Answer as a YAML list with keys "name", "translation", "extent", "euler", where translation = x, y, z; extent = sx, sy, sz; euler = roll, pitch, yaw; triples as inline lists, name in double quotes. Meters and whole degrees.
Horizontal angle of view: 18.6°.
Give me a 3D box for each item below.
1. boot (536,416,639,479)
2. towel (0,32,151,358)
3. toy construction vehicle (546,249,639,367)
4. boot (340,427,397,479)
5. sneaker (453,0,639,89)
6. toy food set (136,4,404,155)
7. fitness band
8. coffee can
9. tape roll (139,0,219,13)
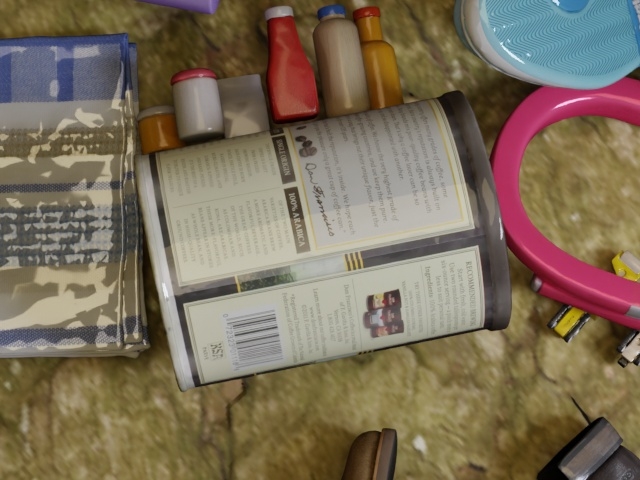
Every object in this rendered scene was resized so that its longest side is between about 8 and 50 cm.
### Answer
- name: "boot"
  translation: [0.244, 0.301, 1.635]
  extent: [0.229, 0.091, 0.263]
  euler: [44, 82, 4]
- name: "towel"
  translation: [-0.254, -0.036, 1.689]
  extent: [0.209, 0.034, 0.285]
  euler: [-3, 81, 0]
- name: "toy construction vehicle"
  translation: [0.258, 0.065, 1.697]
  extent: [0.086, 0.035, 0.098]
  euler: [38, 81, 14]
- name: "boot"
  translation: [-0.020, 0.289, 1.626]
  extent: [0.115, 0.112, 0.305]
  euler: [20, 85, 11]
- name: "sneaker"
  translation: [0.181, -0.183, 1.614]
  extent: [0.319, 0.208, 0.127]
  euler: [-12, 95, -42]
- name: "toy food set"
  translation: [-0.045, -0.142, 1.669]
  extent: [0.232, 0.111, 0.104]
  euler: [-9, 82, -5]
- name: "fitness band"
  translation: [0.284, -0.029, 1.681]
  extent: [0.291, 0.054, 0.209]
  euler: [19, 69, 0]
- name: "coffee can"
  translation: [0.000, 0.000, 1.607]
  extent: [0.275, 0.201, 0.201]
  euler: [-11, 84, -3]
- name: "tape roll"
  translation: [-0.107, -0.329, 1.607]
  extent: [0.090, 0.275, 0.275]
  euler: [10, 83, -1]
